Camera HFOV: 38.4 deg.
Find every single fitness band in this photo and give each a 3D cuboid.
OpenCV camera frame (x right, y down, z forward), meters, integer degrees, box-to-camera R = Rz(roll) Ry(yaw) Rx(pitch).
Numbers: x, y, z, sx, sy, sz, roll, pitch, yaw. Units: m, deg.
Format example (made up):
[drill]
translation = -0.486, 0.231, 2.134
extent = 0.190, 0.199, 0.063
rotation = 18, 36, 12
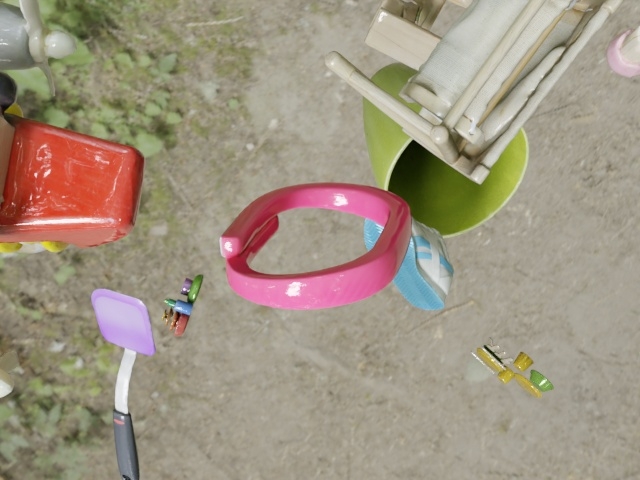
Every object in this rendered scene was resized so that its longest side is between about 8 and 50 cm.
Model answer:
[fitness band]
translation = 0.000, 0.000, 1.107
extent = 0.208, 0.291, 0.054
rotation = 5, 115, 14

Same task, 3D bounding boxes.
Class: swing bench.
[swing bench]
translation = 0.183, -0.212, 0.998
extent = 0.165, 0.254, 0.253
rotation = 40, 98, 27

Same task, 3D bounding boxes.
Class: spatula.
[spatula]
translation = -0.242, 0.188, 1.137
extent = 0.084, 0.030, 0.297
rotation = 15, 117, 21

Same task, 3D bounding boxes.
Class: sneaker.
[sneaker]
translation = 0.141, 0.008, 1.445
extent = 0.087, 0.092, 0.229
rotation = -1, 138, 34

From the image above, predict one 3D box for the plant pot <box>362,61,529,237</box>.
[plant pot]
translation = 0.191, -0.199, 1.695
extent = 0.294, 0.274, 0.275
rotation = -118, 38, -47

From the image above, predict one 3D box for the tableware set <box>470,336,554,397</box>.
[tableware set]
translation = 0.265, 0.174, 1.258
extent = 0.104, 0.024, 0.154
rotation = 43, 169, 5

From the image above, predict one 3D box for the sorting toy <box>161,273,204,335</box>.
[sorting toy]
translation = -0.209, 0.092, 1.366
extent = 0.042, 0.061, 0.102
rotation = 20, 93, -4

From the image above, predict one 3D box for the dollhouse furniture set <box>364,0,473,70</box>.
[dollhouse furniture set]
translation = 0.290, -0.505, 1.547
extent = 0.256, 0.362, 0.394
rotation = 25, 129, -5

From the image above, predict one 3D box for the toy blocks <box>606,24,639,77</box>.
[toy blocks]
translation = 0.604, -0.238, 1.316
extent = 0.308, 0.260, 0.289
rotation = -33, 87, 2

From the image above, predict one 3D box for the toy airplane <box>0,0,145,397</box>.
[toy airplane]
translation = -0.350, -0.042, 0.826
extent = 0.386, 0.272, 0.384
rotation = -44, 65, 12
